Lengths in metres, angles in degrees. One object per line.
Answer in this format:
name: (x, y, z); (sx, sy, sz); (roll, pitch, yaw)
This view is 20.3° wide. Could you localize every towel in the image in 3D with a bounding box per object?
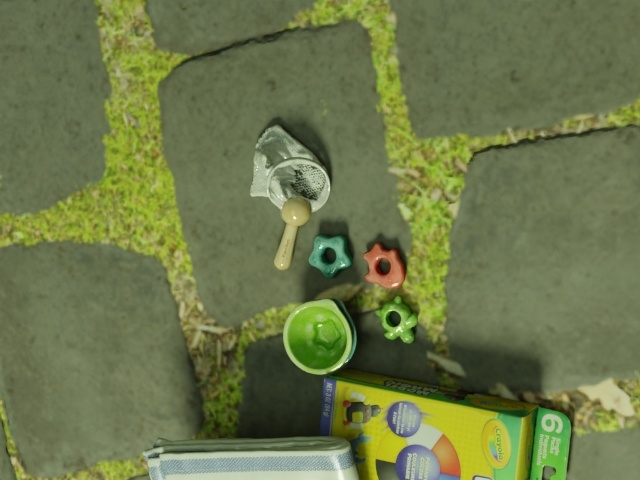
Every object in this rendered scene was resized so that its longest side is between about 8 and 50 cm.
towel: (-0.037, 0.308, 1.647); (0.209, 0.034, 0.285); (-5, 110, 24)

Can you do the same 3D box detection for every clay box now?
clay box: (0.107, 0.197, 1.593); (0.222, 0.053, 0.127); (9, 101, 25)

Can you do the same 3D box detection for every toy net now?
toy net: (0.000, 0.000, 1.626); (0.122, 0.045, 0.232); (-22, 86, 25)
